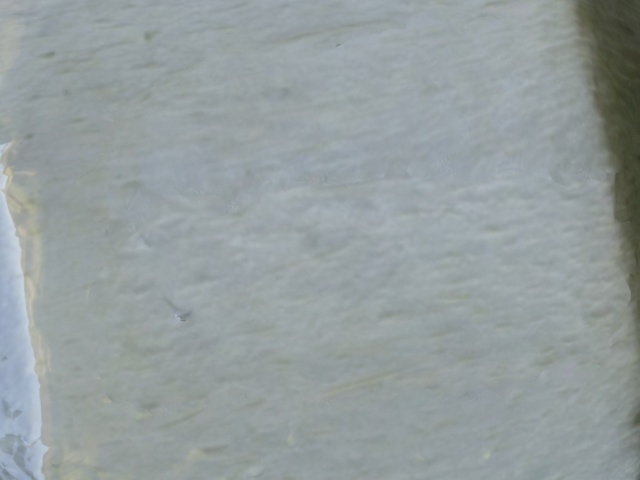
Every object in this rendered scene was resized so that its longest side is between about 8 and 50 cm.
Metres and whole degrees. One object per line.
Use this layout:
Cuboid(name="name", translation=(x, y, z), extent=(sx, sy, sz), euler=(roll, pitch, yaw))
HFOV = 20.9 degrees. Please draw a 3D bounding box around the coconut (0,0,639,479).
Cuboid(name="coconut", translation=(0.000, 0.000, 0.495), extent=(0.237, 0.266, 0.237), euler=(168, 90, -85))
